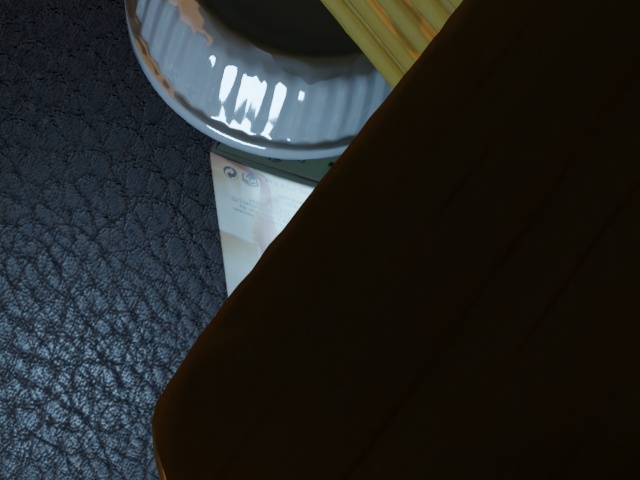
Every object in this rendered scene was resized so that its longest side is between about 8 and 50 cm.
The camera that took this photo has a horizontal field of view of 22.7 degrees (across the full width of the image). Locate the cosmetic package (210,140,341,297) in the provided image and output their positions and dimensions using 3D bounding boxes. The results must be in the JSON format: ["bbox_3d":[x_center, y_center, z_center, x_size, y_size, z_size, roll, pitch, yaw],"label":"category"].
[{"bbox_3d":[0.000,0.000,1.442,0.153,0.129,0.296,-54,-27,-39],"label":"cosmetic package"}]

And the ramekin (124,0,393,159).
[{"bbox_3d":[-0.011,-0.160,0.928,0.109,0.207,0.207,114,140,-73],"label":"ramekin"}]

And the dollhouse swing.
[{"bbox_3d":[-0.010,-0.010,0.533,0.305,0.315,0.347,37,171,9],"label":"dollhouse swing"}]
